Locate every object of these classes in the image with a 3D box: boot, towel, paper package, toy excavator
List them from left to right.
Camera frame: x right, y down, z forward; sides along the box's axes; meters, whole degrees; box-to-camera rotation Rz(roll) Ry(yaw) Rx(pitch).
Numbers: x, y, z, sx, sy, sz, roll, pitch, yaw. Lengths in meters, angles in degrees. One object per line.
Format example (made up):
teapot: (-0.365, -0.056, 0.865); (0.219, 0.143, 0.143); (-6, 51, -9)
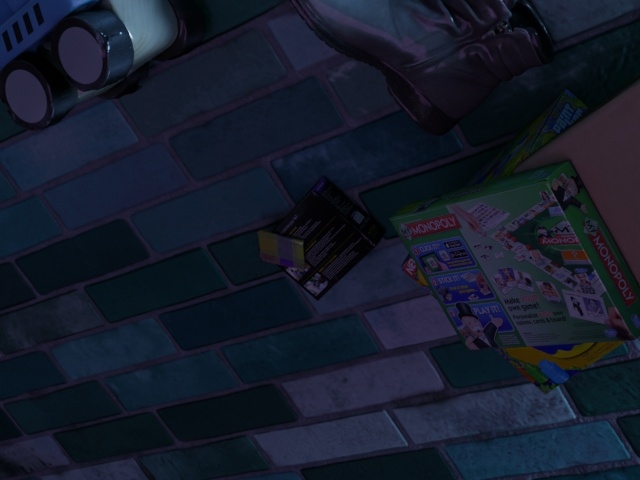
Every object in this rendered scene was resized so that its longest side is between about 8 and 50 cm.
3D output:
toy excavator: (-0.446, -0.388, 1.740); (0.433, 0.222, 0.445); (-25, 96, 40)
towel: (-0.062, 0.014, 1.873); (0.083, 0.009, 0.060); (13, 128, 22)
boot: (0.128, -0.310, 1.527); (0.338, 0.118, 0.223); (38, 132, -17)
paper package: (0.423, -0.035, 1.298); (0.325, 0.168, 0.309); (53, 153, 2)

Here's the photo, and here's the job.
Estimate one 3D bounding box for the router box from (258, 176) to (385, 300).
router box: (0.000, 0.000, 1.866); (0.133, 0.046, 0.179); (41, 134, -4)

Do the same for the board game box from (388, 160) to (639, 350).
board game box: (0.234, 0.030, 1.438); (0.213, 0.046, 0.317); (60, 151, -10)

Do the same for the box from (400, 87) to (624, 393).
box: (0.320, 0.006, 1.603); (0.279, 0.177, 0.290); (41, 133, -3)
